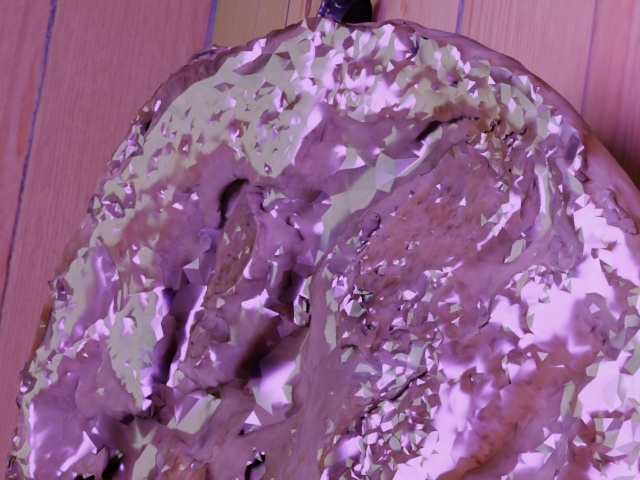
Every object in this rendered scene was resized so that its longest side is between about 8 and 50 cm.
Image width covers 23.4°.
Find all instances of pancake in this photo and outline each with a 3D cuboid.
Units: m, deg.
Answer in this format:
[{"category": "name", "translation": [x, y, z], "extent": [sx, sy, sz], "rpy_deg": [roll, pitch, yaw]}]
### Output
[{"category": "pancake", "translation": [-0.010, 0.085, 0.672], "extent": [0.387, 0.082, 0.386], "rpy_deg": [-18, 63, 38]}]

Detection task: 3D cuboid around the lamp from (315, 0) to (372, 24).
[{"category": "lamp", "translation": [0.054, -0.246, 1.118], "extent": [0.130, 0.109, 0.371], "rpy_deg": [-52, -20, -42]}]
